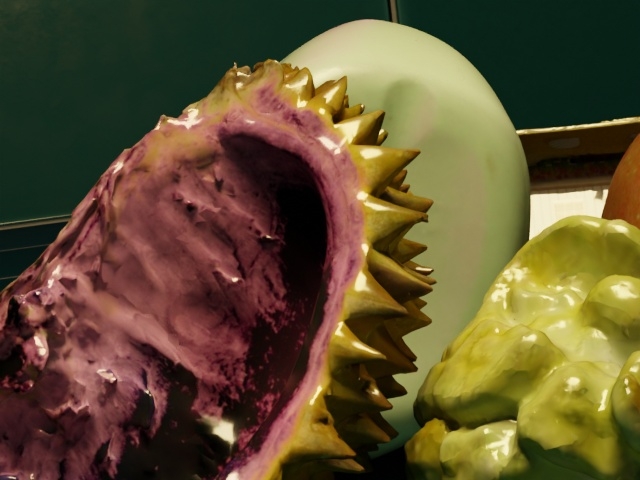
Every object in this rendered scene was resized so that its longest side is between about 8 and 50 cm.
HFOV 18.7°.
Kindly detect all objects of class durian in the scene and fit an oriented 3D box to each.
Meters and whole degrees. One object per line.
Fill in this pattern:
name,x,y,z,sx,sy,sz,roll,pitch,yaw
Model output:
durian,-0.048,0.066,0.687,0.260,0.154,0.186,-49,-18,-1

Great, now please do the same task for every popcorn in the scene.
popcorn,0.097,0.076,0.658,0.135,0.162,0.141,-39,-37,24

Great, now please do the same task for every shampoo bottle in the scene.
shampoo bottle,0.000,0.000,1.032,0.151,0.222,0.349,12,-1,-8

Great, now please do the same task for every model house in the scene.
model house,0.190,0.029,1.080,0.219,0.136,0.207,-4,-22,2

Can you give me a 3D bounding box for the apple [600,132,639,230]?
apple,0.223,0.003,0.915,0.181,0.181,0.168,-6,15,5
